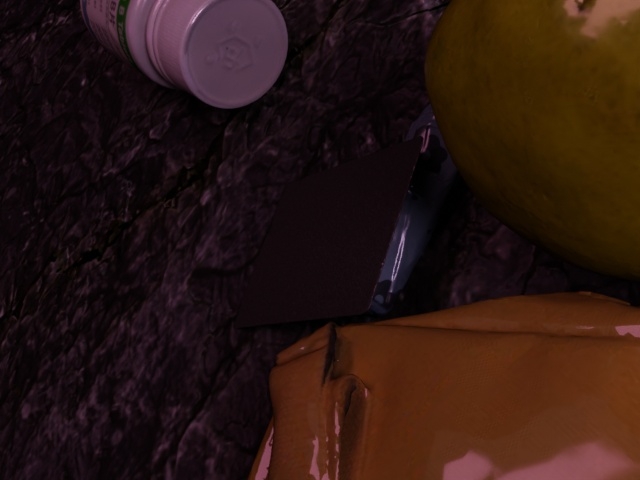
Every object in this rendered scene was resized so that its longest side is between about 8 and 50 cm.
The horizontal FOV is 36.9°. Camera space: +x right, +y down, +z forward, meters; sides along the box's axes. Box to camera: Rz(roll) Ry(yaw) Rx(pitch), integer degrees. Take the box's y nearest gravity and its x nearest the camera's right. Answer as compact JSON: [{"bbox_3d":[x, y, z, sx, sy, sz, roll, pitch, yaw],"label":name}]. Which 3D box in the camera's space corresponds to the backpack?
[{"bbox_3d":[0.094,0.203,0.447,0.353,0.201,0.378,6,66,42],"label":"backpack"}]

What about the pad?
[{"bbox_3d":[0.000,0.000,0.753,0.211,0.003,0.143,-13,54,59],"label":"pad"}]

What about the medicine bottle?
[{"bbox_3d":[-0.141,-0.222,0.971,0.139,0.139,0.237,-53,43,1],"label":"medicine bottle"}]

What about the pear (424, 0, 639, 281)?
[{"bbox_3d":[0.214,-0.099,0.500,0.307,0.253,0.253,-18,54,28],"label":"pear"}]

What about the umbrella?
[{"bbox_3d":[0.083,-0.057,0.733,0.250,0.052,0.053,-63,10,-8],"label":"umbrella"}]
